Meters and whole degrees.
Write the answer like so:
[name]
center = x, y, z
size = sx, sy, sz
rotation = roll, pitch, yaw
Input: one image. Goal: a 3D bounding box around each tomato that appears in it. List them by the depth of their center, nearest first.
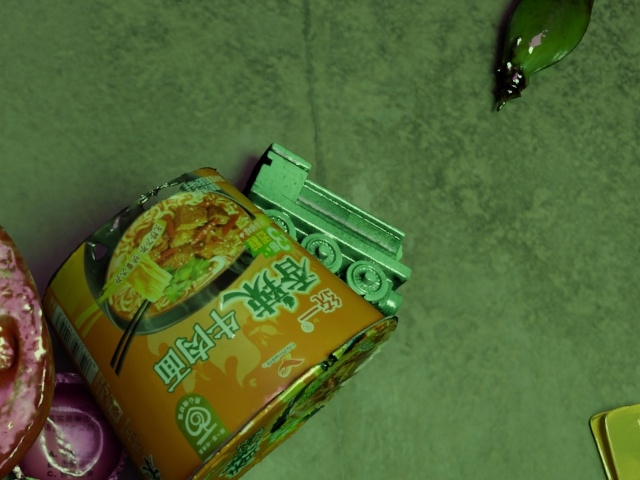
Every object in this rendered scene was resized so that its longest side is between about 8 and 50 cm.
[tomato]
center = -0.294, 0.078, 0.822
size = 0.200, 0.139, 0.233
rotation = -22, 83, -16

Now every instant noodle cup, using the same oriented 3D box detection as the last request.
[instant noodle cup]
center = -0.084, 0.070, 0.872
size = 0.230, 0.230, 0.182
rotation = -36, 76, -27

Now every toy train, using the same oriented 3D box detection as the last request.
[toy train]
center = 0.000, 0.000, 1.003
size = 0.170, 0.071, 0.111
rotation = 29, 57, -9

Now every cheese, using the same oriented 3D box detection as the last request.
[cheese]
center = -0.190, 0.172, 0.886
size = 0.095, 0.038, 0.145
rotation = 3, 78, -19

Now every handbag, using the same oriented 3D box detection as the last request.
[handbag]
center = 0.285, 0.192, 1.065
size = 0.061, 0.027, 0.083
rotation = -11, 78, -24

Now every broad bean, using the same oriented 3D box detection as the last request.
[broad bean]
center = 0.249, -0.266, 1.192
size = 0.077, 0.061, 0.339
rotation = 24, 64, 1

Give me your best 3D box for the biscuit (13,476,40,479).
[biscuit]
center = -0.196, 0.261, 0.834
size = 0.250, 0.046, 0.147
rotation = 33, 78, -8
